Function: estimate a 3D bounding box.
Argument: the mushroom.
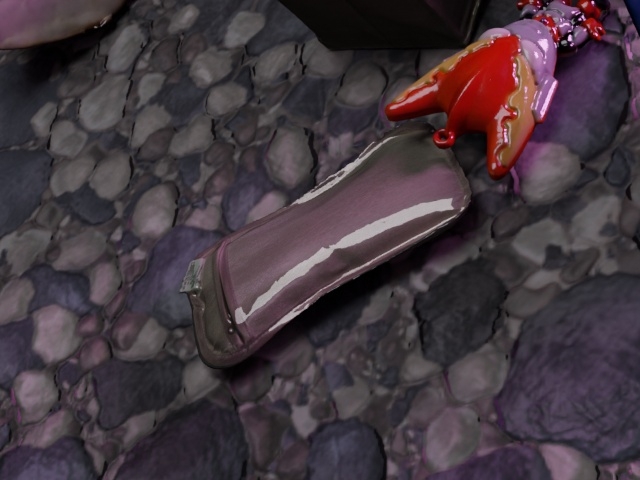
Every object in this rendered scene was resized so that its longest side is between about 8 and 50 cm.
[{"bbox_3d":[-0.250,-0.283,1.658,0.285,0.156,0.151,-38,26,-14],"label":"mushroom"}]

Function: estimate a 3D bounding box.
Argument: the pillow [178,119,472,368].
[{"bbox_3d":[0.000,0.000,1.271,0.232,0.038,0.131,-32,37,11],"label":"pillow"}]

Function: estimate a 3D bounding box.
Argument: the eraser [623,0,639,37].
[{"bbox_3d":[0.353,-0.192,1.065,0.332,0.155,0.102,-27,84,19],"label":"eraser"}]

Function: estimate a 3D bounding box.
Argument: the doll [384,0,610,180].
[{"bbox_3d":[0.138,-0.122,1.260,0.109,0.057,0.169,32,64,32],"label":"doll"}]

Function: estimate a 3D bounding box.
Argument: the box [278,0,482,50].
[{"bbox_3d":[0.052,-0.285,1.373,0.155,0.149,0.231,5,68,42],"label":"box"}]
